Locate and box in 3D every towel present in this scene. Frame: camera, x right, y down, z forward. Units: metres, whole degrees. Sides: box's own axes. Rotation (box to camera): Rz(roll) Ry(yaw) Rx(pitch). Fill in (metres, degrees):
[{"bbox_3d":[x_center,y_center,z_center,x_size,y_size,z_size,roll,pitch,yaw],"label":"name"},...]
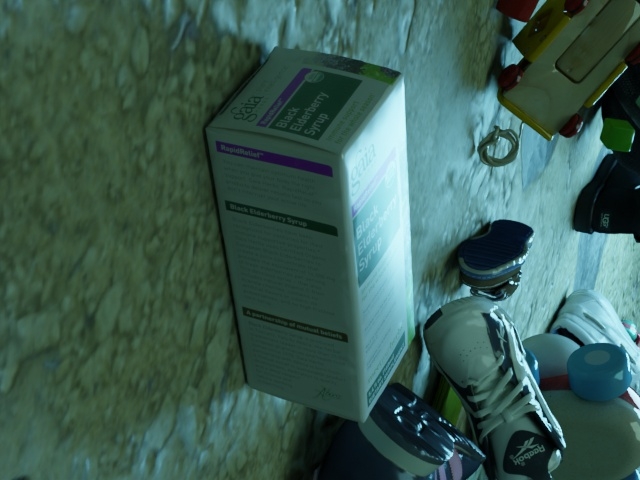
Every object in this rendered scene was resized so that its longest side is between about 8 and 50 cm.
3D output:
[{"bbox_3d":[0.123,0.216,1.429,0.102,0.021,0.237,60,47,-65],"label":"towel"}]

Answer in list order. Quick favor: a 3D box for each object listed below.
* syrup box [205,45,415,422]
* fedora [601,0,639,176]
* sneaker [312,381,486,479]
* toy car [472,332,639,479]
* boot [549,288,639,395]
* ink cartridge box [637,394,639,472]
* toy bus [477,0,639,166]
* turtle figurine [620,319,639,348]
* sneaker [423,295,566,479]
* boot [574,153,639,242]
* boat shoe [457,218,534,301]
[{"bbox_3d":[0.000,0.000,0.875,0.093,0.096,0.237,-56,152,-42],"label":"syrup box"},{"bbox_3d":[0.497,-0.194,1.866,0.334,0.334,0.152,-57,-178,-41],"label":"fedora"},{"bbox_3d":[0.060,0.206,1.184,0.131,0.112,0.319,-52,161,4],"label":"sneaker"},{"bbox_3d":[0.305,0.188,1.651,0.238,0.210,0.219,-67,149,-56],"label":"toy car"},{"bbox_3d":[0.431,0.202,1.963,0.095,0.258,0.123,-37,-177,42],"label":"boot"},{"bbox_3d":[0.340,0.298,1.813,0.066,0.189,0.232,-114,-133,-76],"label":"ink cartridge box"},{"bbox_3d":[0.249,-0.191,1.366,0.104,0.202,0.191,-102,-174,-64],"label":"toy bus"},{"bbox_3d":[0.440,0.199,2.098,0.234,0.118,0.175,-66,157,-11],"label":"turtle figurine"},{"bbox_3d":[0.185,0.168,1.325,0.235,0.094,0.153,68,-4,-45],"label":"sneaker"},{"bbox_3d":[0.506,-0.049,1.971,0.246,0.207,0.094,-37,136,-60],"label":"boot"},{"bbox_3d":[0.190,0.030,1.414,0.183,0.066,0.066,-29,130,-63],"label":"boat shoe"}]
